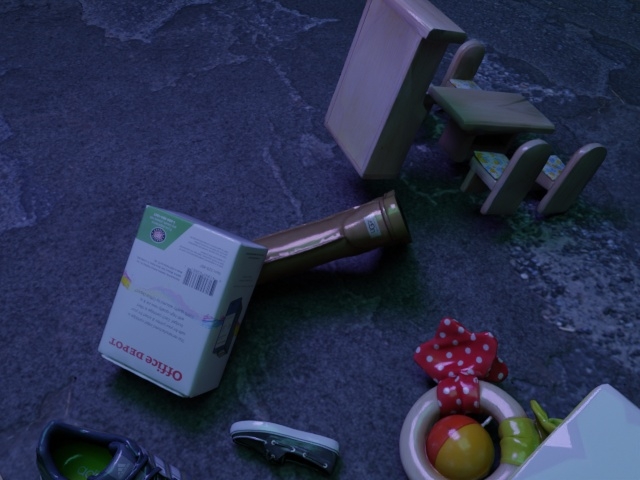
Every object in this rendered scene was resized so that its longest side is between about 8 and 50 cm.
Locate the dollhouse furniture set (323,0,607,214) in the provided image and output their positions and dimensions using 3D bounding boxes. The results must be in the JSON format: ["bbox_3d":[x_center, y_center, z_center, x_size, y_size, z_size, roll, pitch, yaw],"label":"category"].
[{"bbox_3d":[0.241,-0.253,1.019,0.394,0.257,0.362,-3,45,-29],"label":"dollhouse furniture set"}]

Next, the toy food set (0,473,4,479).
[{"bbox_3d":[-0.472,0.321,0.705,0.192,0.039,0.132,-34,56,-27],"label":"toy food set"}]

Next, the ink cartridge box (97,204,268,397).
[{"bbox_3d":[-0.185,0.080,0.819,0.154,0.093,0.213,21,92,19],"label":"ink cartridge box"}]

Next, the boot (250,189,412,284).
[{"bbox_3d":[0.000,0.000,0.949,0.269,0.236,0.089,-19,84,9],"label":"boot"}]

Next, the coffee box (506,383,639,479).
[{"bbox_3d":[0.192,0.365,0.407,0.337,0.338,0.334,-42,60,-9],"label":"coffee box"}]

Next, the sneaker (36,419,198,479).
[{"bbox_3d":[-0.200,0.290,0.681,0.299,0.121,0.111,15,50,12],"label":"sneaker"}]

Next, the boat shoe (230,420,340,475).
[{"bbox_3d":[-0.047,0.260,0.761,0.142,0.049,0.040,10,49,5],"label":"boat shoe"}]

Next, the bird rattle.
[{"bbox_3d":[0.187,0.227,0.748,0.207,0.143,0.253,-39,54,-11],"label":"bird rattle"}]
